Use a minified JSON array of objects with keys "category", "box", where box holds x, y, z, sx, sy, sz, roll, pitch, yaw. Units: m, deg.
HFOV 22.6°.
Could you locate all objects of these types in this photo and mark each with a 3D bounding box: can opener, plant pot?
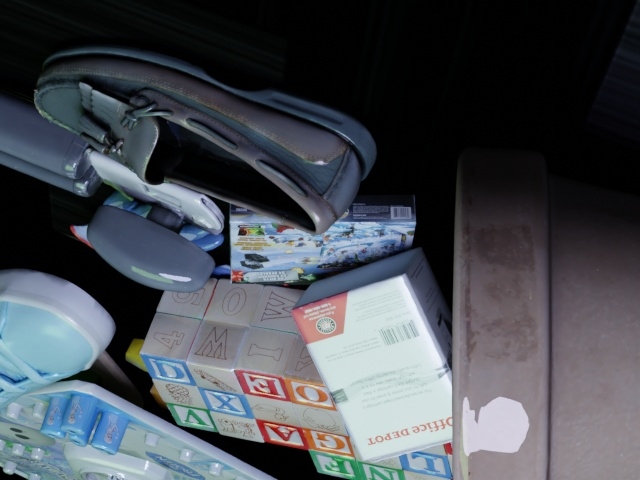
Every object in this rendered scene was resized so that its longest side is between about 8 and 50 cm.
[{"category":"can opener","box":[-0.201,-0.054,1.245,0.280,0.093,0.074,26,162,14]},{"category":"plant pot","box":[0.201,0.067,1.029,0.229,0.263,0.263,0,146,8]}]

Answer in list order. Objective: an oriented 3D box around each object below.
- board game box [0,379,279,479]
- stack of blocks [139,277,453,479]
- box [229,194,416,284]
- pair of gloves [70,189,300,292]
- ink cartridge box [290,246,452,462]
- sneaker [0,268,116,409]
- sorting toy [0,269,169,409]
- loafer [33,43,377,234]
[{"category":"board game box","box":[-0.226,0.268,1.766,0.390,0.050,0.390,33,151,-34]},{"category":"stack of blocks","box":[0.016,0.127,1.358,0.297,0.087,0.171,9,147,18]},{"category":"box","box":[0.000,0.000,1.203,0.137,0.027,0.094,1,149,-3]},{"category":"pair of gloves","box":[-0.110,0.015,1.361,0.198,0.023,0.159,37,147,-29]},{"category":"ink cartridge box","box":[0.054,0.086,1.197,0.099,0.056,0.135,-18,106,25]},{"category":"sneaker","box":[-0.340,0.138,1.530,0.366,0.150,0.135,-19,130,42]},{"category":"sorting toy","box":[-0.267,0.114,1.621,0.307,0.041,0.229,10,147,25]},{"category":"loafer","box":[-0.097,-0.073,1.148,0.268,0.084,0.096,14,149,19]}]
